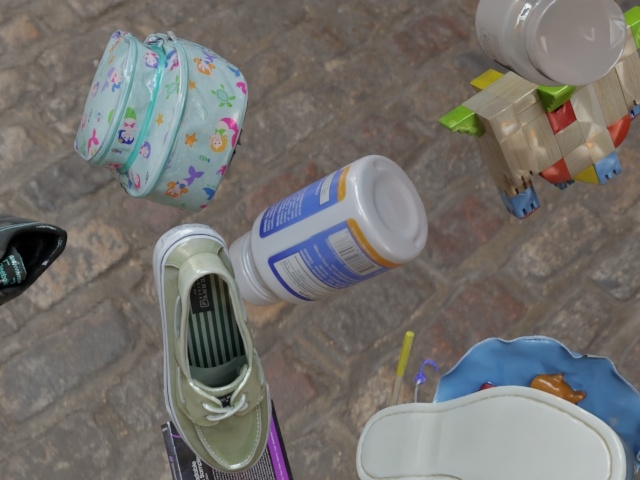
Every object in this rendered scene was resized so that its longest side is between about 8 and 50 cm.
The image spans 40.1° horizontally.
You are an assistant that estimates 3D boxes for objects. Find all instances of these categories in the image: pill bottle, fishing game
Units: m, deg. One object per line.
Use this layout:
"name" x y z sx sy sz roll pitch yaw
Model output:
"pill bottle" 0.270 -0.251 1.035 0.131 0.131 0.229 2 19 -4
"fishing game" 0.183 0.163 0.738 0.264 0.189 0.041 19 31 7
"pill bottle" 0.000 0.000 1.219 0.152 0.272 0.152 26 52 -39

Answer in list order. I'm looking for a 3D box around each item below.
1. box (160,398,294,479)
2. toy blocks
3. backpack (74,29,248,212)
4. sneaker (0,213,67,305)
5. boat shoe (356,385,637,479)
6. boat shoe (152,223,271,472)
"box" -0.120 0.279 1.145 0.162 0.029 0.116 -4 72 -38
"toy blocks" 0.428 -0.197 1.530 0.381 0.261 0.191 -34 31 -5
"backpack" -0.207 -0.159 1.166 0.191 0.225 0.253 15 13 -35
"sneaker" -0.382 0.036 0.924 0.106 0.101 0.267 -1 25 31
"boat shoe" 0.130 0.167 0.651 0.079 0.254 0.095 24 63 -30
"boat shoe" -0.110 0.131 0.881 0.109 0.302 0.094 -15 31 -9
